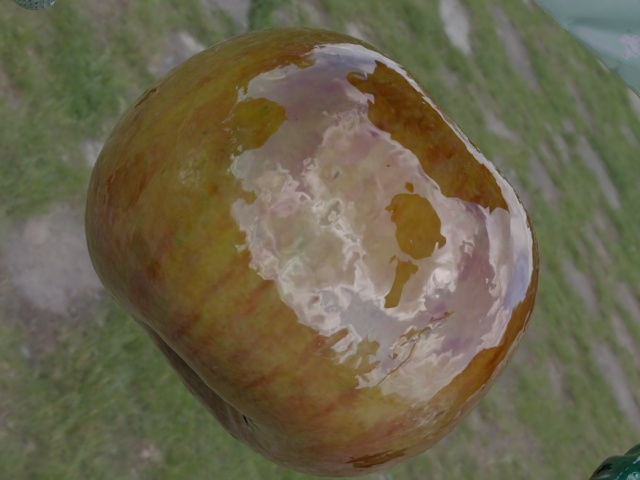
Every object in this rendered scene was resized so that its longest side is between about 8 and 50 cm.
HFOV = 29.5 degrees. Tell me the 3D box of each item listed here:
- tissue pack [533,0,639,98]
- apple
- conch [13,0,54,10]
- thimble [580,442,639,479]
[{"bbox_3d":[0.333,-0.330,0.955,0.332,0.405,0.205,42,50,4],"label":"tissue pack"},{"bbox_3d":[0.000,0.000,1.045,0.400,0.333,0.400,42,-17,15],"label":"apple"},{"bbox_3d":[-0.360,-0.321,1.503,0.085,0.076,0.057,5,36,-27],"label":"conch"},{"bbox_3d":[0.294,0.334,1.113,0.254,0.288,0.167,22,14,-50],"label":"thimble"}]
